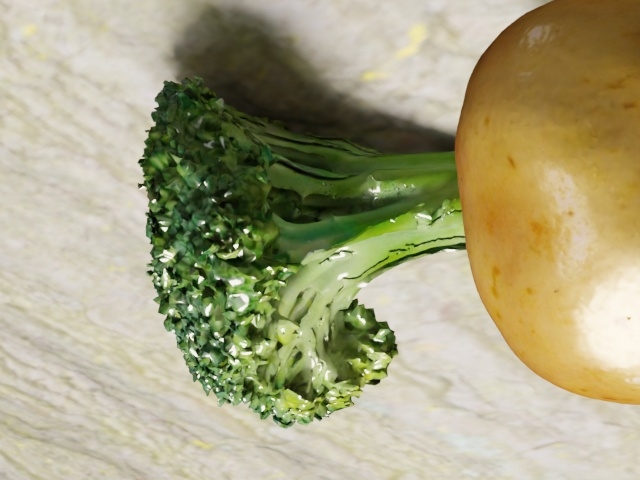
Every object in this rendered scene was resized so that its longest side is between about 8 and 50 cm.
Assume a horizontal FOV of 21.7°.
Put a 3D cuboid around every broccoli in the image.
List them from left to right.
[{"bbox_3d":[0.000,0.000,0.913,0.194,0.194,0.220,3,120,28],"label":"broccoli"}]

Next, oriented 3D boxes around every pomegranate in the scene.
[{"bbox_3d":[0.156,-0.022,0.721,0.209,0.209,0.209,16,147,10],"label":"pomegranate"}]
